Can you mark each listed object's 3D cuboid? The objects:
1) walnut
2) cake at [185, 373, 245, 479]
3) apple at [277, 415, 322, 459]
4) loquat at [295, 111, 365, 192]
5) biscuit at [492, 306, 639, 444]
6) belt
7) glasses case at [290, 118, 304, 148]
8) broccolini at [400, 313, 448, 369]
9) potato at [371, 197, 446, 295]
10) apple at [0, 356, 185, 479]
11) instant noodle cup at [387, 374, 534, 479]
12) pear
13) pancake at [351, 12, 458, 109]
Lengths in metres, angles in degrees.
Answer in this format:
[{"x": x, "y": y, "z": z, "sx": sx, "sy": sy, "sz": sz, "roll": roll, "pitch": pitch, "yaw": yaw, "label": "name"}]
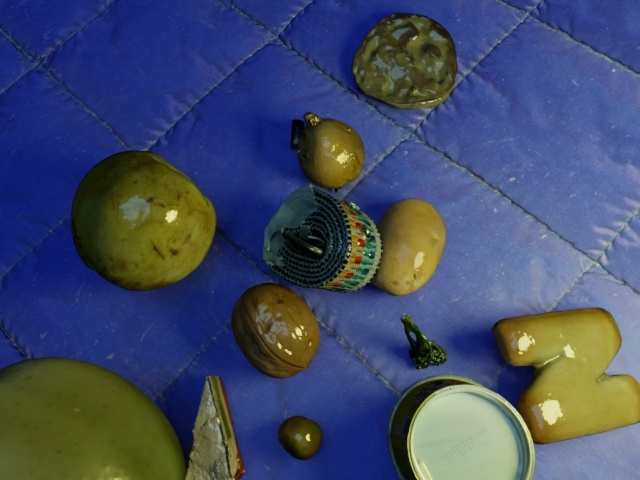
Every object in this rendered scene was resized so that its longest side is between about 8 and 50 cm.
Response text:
[{"x": -0.092, "y": 0.186, "z": 1.001, "sx": 0.167, "sy": 0.167, "sz": 0.207, "roll": -37, "pitch": 73, "yaw": -7, "label": "walnut"}, {"x": -0.199, "y": 0.395, "z": 0.973, "sx": 0.117, "sy": 0.086, "sz": 0.220, "roll": 10, "pitch": 72, "yaw": 10, "label": "cake"}, {"x": -0.041, "y": 0.392, "z": 0.956, "sx": 0.090, "sy": 0.089, "sz": 0.074, "roll": 23, "pitch": 60, "yaw": 13, "label": "apple"}, {"x": 0.018, "y": -0.211, "z": 1.123, "sx": 0.150, "sy": 0.204, "sz": 0.172, "roll": -21, "pitch": 34, "yaw": 30, "label": "loquat"}, {"x": 0.485, "y": 0.248, "z": 0.921, "sx": 0.291, "sy": 0.062, "sz": 0.236, "roll": -1, "pitch": 66, "yaw": -18, "label": "biscuit"}, {"x": 0.000, "y": 0.000, "z": 1.027, "sx": 0.258, "sy": 0.150, "sz": 0.206, "roll": 28, "pitch": 96, "yaw": 42, "label": "belt"}, {"x": -0.059, "y": -0.276, "z": 1.233, "sx": 0.034, "sy": 0.023, "sz": 0.083, "roll": -1, "pitch": 71, "yaw": 8, "label": "glasses case"}, {"x": 0.194, "y": 0.205, "z": 0.949, "sx": 0.074, "sy": 0.201, "sz": 0.058, "roll": -32, "pitch": 52, "yaw": 9, "label": "broccolini"}, {"x": 0.191, "y": 0.011, "z": 1.051, "sx": 0.151, "sy": 0.146, "sz": 0.233, "roll": 29, "pitch": 73, "yaw": -18, "label": "potato"}, {"x": -0.456, "y": 0.441, "z": 0.806, "sx": 0.475, "sy": 0.473, "sz": 0.472, "roll": -2, "pitch": 70, "yaw": 5, "label": "apple"}, {"x": 0.256, "y": 0.370, "z": 0.876, "sx": 0.265, "sy": 0.200, "sz": 0.264, "roll": -2, "pitch": 69, "yaw": 5, "label": "instant noodle cup"}, {"x": -0.384, "y": -0.033, "z": 1.046, "sx": 0.305, "sy": 0.304, "sz": 0.303, "roll": -2, "pitch": 70, "yaw": 5, "label": "pear"}, {"x": 0.223, "y": -0.470, "z": 1.260, "sx": 0.295, "sy": 0.049, "sz": 0.294, "roll": -1, "pitch": 74, "yaw": 5, "label": "pancake"}]
